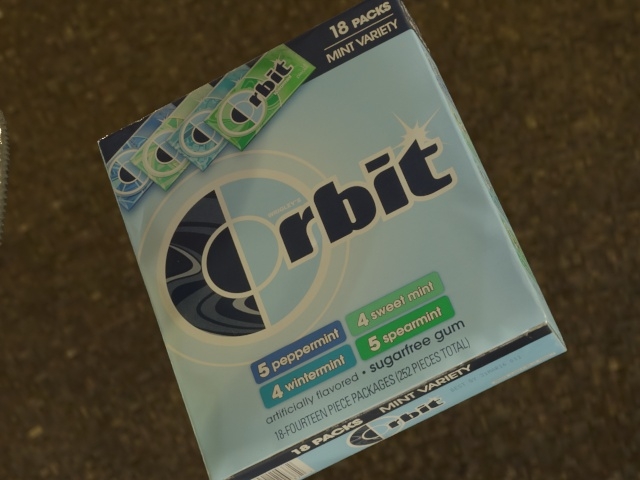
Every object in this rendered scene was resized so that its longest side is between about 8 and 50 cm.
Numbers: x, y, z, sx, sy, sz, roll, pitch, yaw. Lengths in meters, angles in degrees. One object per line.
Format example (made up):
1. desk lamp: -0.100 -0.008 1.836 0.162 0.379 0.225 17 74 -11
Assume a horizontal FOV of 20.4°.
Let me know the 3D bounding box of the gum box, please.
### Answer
1. gum box: 0.000 0.000 0.786 0.157 0.041 0.184 -27 61 9

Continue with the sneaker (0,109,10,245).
1. sneaker: -0.224 0.055 0.665 0.162 0.106 0.281 19 74 -16
